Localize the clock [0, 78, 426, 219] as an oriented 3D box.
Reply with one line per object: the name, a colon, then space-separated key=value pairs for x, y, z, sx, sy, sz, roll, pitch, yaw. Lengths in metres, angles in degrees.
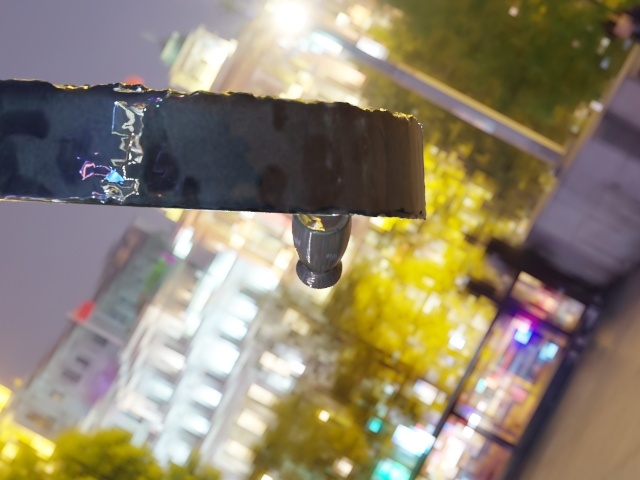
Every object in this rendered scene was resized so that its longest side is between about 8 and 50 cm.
clock: x=-0.065 y=-0.033 z=0.616 sx=0.215 sy=0.215 sz=0.042 roll=-5 pitch=-82 yaw=-84

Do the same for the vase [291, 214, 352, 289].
vase: x=0.000 y=0.000 z=1.412 sx=0.053 sy=0.053 sz=0.101 roll=-59 pitch=-15 yaw=-30
